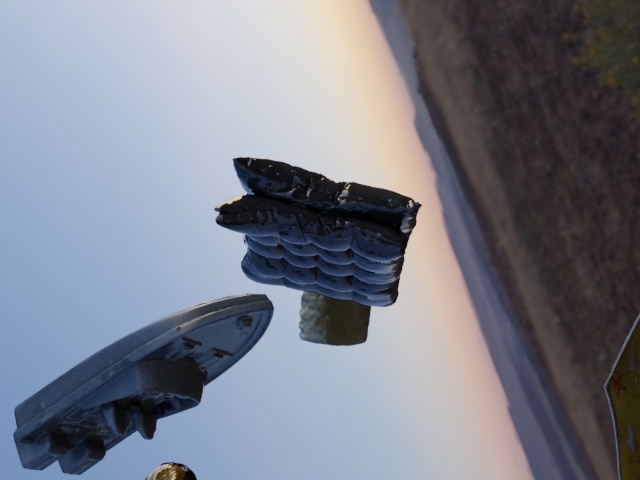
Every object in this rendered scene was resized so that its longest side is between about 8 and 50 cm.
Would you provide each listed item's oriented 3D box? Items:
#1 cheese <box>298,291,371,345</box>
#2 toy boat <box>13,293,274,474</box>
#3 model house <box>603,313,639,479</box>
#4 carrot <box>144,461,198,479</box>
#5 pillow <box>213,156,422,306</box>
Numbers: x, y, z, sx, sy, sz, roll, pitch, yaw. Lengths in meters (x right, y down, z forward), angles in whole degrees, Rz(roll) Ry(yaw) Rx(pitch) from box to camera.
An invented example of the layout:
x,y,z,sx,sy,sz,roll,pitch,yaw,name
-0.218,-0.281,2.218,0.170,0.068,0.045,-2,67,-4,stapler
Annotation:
x,y,z,sx,sy,sz,roll,pitch,yaw,name
0.028,0.080,1.548,0.123,0.094,0.167,3,-86,-44,cheese
-0.179,0.148,1.035,0.141,0.320,0.092,32,-152,-57,toy boat
0.343,0.155,0.905,0.136,0.207,0.219,180,77,-85,model house
-0.190,0.372,1.280,0.082,0.082,0.173,-98,1,-59,carrot
0.000,0.000,1.238,0.326,0.228,0.101,85,-161,-75,pillow
